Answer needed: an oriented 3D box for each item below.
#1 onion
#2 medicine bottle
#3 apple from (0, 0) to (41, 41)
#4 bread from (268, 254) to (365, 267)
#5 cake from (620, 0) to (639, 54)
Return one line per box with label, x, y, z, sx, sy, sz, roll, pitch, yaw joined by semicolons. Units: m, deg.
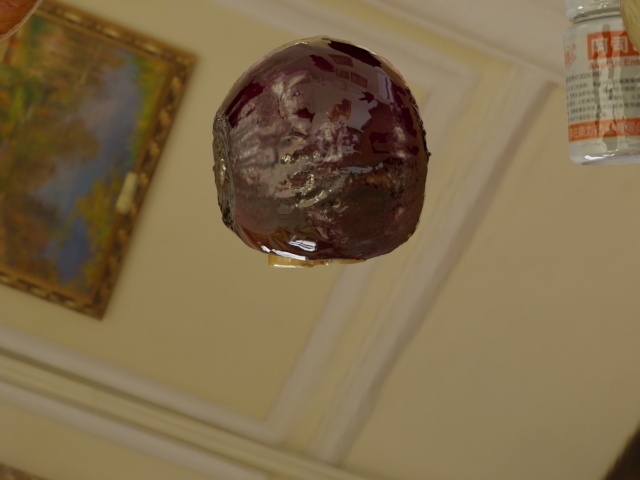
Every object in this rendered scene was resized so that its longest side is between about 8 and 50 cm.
onion;-0.005;-0.133;1.663;0.337;0.281;0.260;-95;2;-68
medicine bottle;0.559;-0.332;2.419;0.211;0.211;0.372;174;93;-83
apple;-0.502;-0.401;1.788;0.233;0.286;0.286;-2;-58;-49
bread;0.000;0.000;1.858;0.122;0.149;0.073;1;94;43
cake;0.586;-0.336;1.842;0.321;0.332;0.332;57;-132;-60
